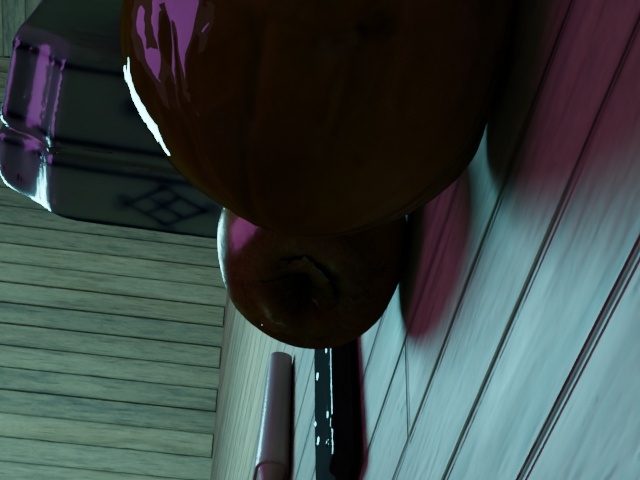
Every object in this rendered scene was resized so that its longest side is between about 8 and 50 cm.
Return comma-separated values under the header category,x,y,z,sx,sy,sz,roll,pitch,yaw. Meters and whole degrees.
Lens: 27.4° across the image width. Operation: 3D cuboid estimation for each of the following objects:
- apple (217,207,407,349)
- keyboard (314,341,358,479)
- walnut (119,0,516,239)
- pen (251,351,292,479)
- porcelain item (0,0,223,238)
category,x,y,z,sx,sy,sz,roll,pitch,yaw
apple,0.000,0.000,0.723,0.102,0.099,0.114,-77,-28,-59
keyboard,0.008,0.071,0.932,0.310,0.018,0.101,-91,9,-54
walnut,0.000,-0.104,0.542,0.167,0.167,0.207,158,121,-83
pen,-0.044,0.188,1.241,0.197,0.032,0.053,-86,7,-48
porcelain item,-0.124,-0.110,1.142,0.286,0.281,0.157,-103,23,-69
